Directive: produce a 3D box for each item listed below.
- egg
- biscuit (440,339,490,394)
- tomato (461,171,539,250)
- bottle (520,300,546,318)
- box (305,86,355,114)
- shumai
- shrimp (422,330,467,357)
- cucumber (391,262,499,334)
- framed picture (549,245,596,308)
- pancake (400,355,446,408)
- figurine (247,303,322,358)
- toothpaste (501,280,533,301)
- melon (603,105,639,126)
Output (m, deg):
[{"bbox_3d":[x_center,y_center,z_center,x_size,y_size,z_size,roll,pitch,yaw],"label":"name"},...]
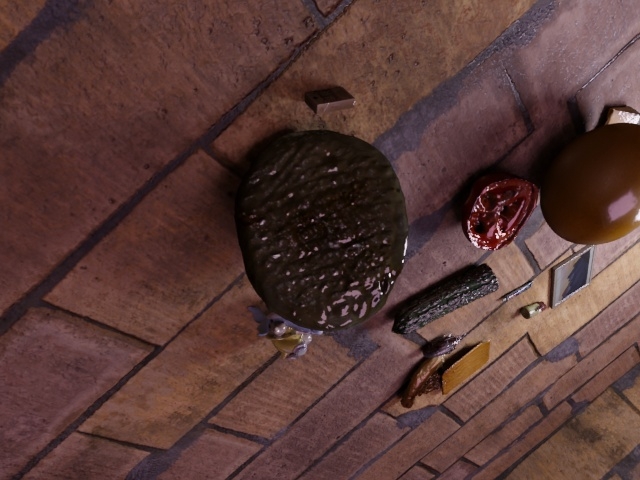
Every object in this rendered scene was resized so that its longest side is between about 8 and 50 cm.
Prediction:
[{"bbox_3d":[0.754,-0.150,1.579,0.283,0.282,0.351,16,118,-43],"label":"egg"},{"bbox_3d":[0.540,0.468,2.188,0.237,0.013,0.232,-35,145,-12],"label":"biscuit"},{"bbox_3d":[0.460,-0.092,1.576,0.228,0.101,0.227,-15,127,-20],"label":"tomato"},{"bbox_3d":[0.785,0.252,2.156,0.101,0.063,0.047,-17,107,-25],"label":"bottle"},{"bbox_3d":[0.018,-0.269,1.135,0.083,0.053,0.024,-15,134,-25],"label":"box"},{"bbox_3d":[0.000,0.000,1.224,0.324,0.397,0.323,-7,166,-4],"label":"shumai"},{"bbox_3d":[0.420,0.350,1.982,0.165,0.065,0.056,-24,103,-11],"label":"shrimp"},{"bbox_3d":[0.362,0.184,1.772,0.360,0.096,0.096,-26,138,-9],"label":"cucumber"},{"bbox_3d":[0.924,0.130,2.163,0.192,0.018,0.265,-32,139,-7],"label":"framed picture"},{"bbox_3d":[0.397,0.507,2.120,0.266,0.057,0.244,-50,139,13],"label":"pancake"},{"bbox_3d":[-0.082,0.214,1.471,0.209,0.128,0.183,10,124,-31],"label":"figurine"},{"bbox_3d":[0.681,0.177,2.036,0.140,0.021,0.037,-25,143,-17],"label":"toothpaste"},{"bbox_3d":[0.823,-0.291,1.673,0.098,0.054,0.182,-8,131,-21],"label":"melon"}]
